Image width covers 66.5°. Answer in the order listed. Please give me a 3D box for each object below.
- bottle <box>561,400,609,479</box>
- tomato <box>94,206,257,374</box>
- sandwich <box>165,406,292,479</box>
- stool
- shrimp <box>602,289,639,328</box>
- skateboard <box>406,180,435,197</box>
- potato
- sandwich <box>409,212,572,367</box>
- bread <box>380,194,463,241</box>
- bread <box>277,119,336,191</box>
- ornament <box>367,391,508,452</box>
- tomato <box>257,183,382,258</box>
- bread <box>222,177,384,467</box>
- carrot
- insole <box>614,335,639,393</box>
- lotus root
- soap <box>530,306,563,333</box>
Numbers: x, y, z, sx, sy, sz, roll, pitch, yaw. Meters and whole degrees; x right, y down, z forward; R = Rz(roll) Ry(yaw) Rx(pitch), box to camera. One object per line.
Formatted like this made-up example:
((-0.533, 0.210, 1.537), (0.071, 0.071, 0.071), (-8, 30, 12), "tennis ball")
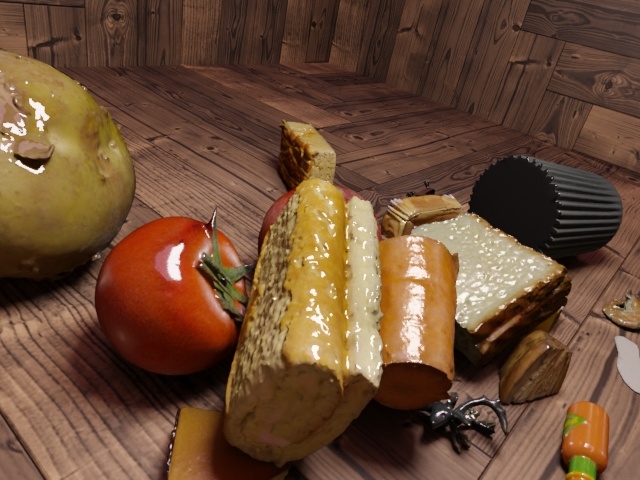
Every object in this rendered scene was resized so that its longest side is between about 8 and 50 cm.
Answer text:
((0.422, 0.339, 0.780), (0.069, 0.069, 0.187), (24, 31, 20), "bottle")
((-0.230, 0.088, 0.790), (0.225, 0.255, 0.256), (-14, 24, 17), "tomato")
((-0.120, 0.309, 0.635), (0.163, 0.058, 0.193), (7, 28, -10), "sandwich")
((0.643, -0.081, 1.387), (0.330, 0.297, 0.297), (-1, 32, -31), "stool")
((0.775, 0.174, 1.240), (0.099, 0.041, 0.180), (12, 27, 30), "shrimp")
((0.326, -0.128, 1.570), (0.080, 0.067, 0.151), (37, 42, 20), "skateboard")
((-0.517, -0.122, 0.920), (0.320, 0.385, 0.442), (22, 39, -12), "potato")
((0.304, 0.084, 1.030), (0.262, 0.131, 0.325), (-31, 42, -18), "sandwich")
((0.275, -0.050, 1.327), (0.241, 0.136, 0.107), (-10, 34, -36), "bread")
((-0.049, -0.240, 1.489), (0.114, 0.184, 0.274), (-7, 35, -20), "bread")
((0.206, 0.252, 0.842), (0.236, 0.080, 0.202), (20, 33, 18), "ornament")
((0.000, 0.000, 1.027), (0.265, 0.264, 0.265), (9, 30, -5), "tomato")
((-0.020, 0.105, 0.711), (0.165, 0.236, 0.375), (24, 35, -15), "bread")
((0.143, 0.137, 0.790), (0.196, 0.196, 0.254), (10, 44, -4), "carrot")
((0.675, 0.267, 1.063), (0.065, 0.004, 0.197), (20, 30, 13), "insole")
((0.401, 0.231, 0.923), (0.159, 0.135, 0.095), (7, 26, -36), "lotus root")
((0.441, 0.127, 1.148), (0.232, 0.073, 0.140), (32, 36, 30), "soap")
